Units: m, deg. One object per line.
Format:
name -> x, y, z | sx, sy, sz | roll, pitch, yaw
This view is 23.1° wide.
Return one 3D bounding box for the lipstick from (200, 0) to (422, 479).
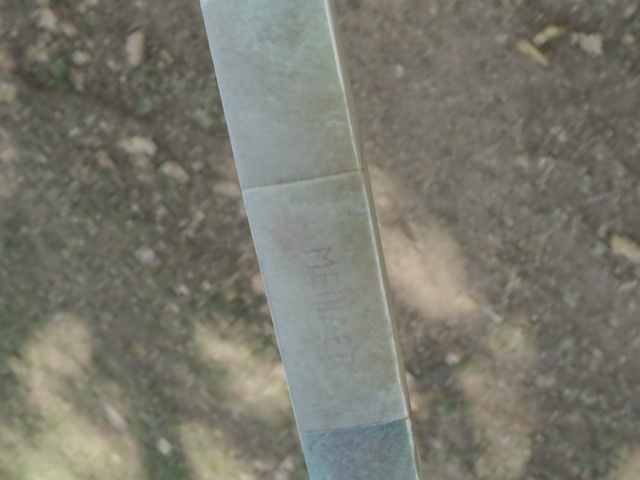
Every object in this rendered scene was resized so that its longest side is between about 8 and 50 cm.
lipstick -> 0.000, 0.000, 0.976 | 0.076, 0.079, 0.371 | -9, 119, 5
